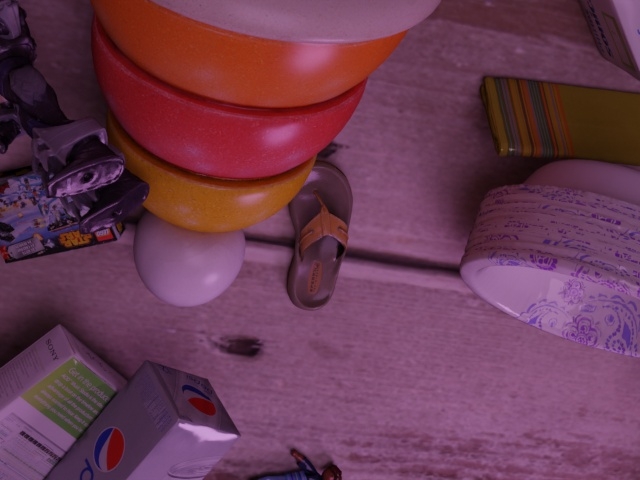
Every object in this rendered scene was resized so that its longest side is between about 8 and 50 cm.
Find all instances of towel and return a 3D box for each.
[{"bbox_3d":[0.293,-0.125,1.578,0.237,0.102,0.021,4,147,-17],"label":"towel"}]

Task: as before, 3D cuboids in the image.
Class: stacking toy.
[{"bbox_3d":[-0.103,-0.133,1.402,0.351,0.350,0.480,5,130,-17],"label":"stacking toy"}]

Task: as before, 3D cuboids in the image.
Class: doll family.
[{"bbox_3d":[-0.017,0.345,1.701,0.111,0.076,0.193,-11,112,-5],"label":"doll family"}]

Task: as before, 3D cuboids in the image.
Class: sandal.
[{"bbox_3d":[0.000,0.000,1.573,0.072,0.049,0.180,0,112,-15],"label":"sandal"}]

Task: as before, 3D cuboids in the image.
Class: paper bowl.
[{"bbox_3d":[0.303,0.014,1.541,0.284,0.284,0.148,26,76,-23],"label":"paper bowl"}]

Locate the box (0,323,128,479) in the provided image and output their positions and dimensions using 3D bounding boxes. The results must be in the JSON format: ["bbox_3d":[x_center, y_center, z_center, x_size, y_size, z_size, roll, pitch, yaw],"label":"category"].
[{"bbox_3d":[-0.335,0.251,1.544,0.322,0.058,0.232,-35,139,3],"label":"box"}]

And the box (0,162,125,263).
[{"bbox_3d":[-0.279,-0.032,1.467,0.137,0.027,0.094,-11,117,20],"label":"box"}]

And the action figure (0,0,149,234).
[{"bbox_3d":[-0.275,-0.136,1.336,0.099,0.285,0.185,-31,150,-18],"label":"action figure"}]

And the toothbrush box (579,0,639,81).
[{"bbox_3d":[0.405,-0.328,1.505,0.283,0.122,0.206,-28,116,-1],"label":"toothbrush box"}]

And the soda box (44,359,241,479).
[{"bbox_3d":[-0.218,0.264,1.519,0.286,0.091,0.098,-49,139,15],"label":"soda box"}]
